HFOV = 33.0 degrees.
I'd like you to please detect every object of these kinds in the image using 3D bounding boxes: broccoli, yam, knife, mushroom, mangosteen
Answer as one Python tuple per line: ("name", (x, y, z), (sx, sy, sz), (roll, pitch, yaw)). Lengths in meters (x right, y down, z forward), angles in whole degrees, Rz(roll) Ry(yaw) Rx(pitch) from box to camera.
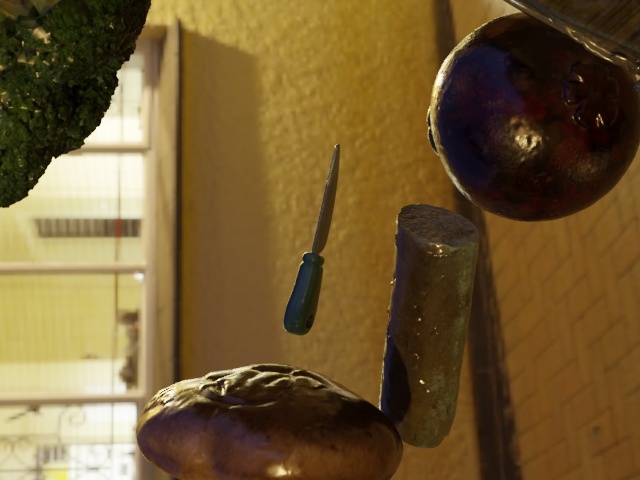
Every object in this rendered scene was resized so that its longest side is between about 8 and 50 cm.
("broccoli", (-0.241, -0.138, 0.603), (0.254, 0.269, 0.269), (56, 153, 38))
("yam", (0.114, 0.096, 1.164), (0.093, 0.093, 0.259), (-104, 17, -65))
("knife", (0.000, 0.001, 1.446), (0.063, 0.035, 0.260), (30, -106, -69))
("mushroom", (-0.051, 0.199, 1.090), (0.278, 0.278, 0.146), (174, 103, -84))
("mangosteen", (0.297, -0.173, 1.581), (0.359, 0.306, 0.306), (159, 111, -69))

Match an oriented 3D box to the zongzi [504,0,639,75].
("zongzi", (0.317, -0.231, 0.741), (0.432, 0.403, 0.207), (127, 168, -80))

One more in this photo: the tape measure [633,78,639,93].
("tape measure", (0.532, -0.163, 1.332), (0.147, 0.275, 0.256), (44, 167, 46))
